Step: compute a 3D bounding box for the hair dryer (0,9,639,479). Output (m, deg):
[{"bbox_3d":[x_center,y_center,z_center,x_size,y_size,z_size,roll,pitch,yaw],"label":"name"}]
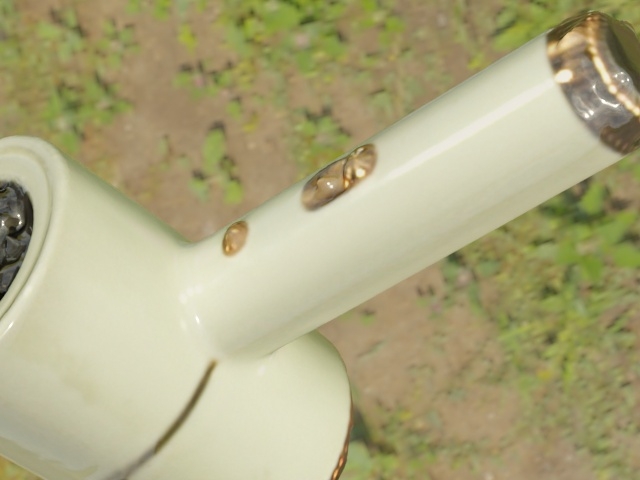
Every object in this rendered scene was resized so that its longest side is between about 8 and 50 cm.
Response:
[{"bbox_3d":[0.000,0.000,0.780,0.362,0.203,0.128,-31,43,27],"label":"hair dryer"}]
